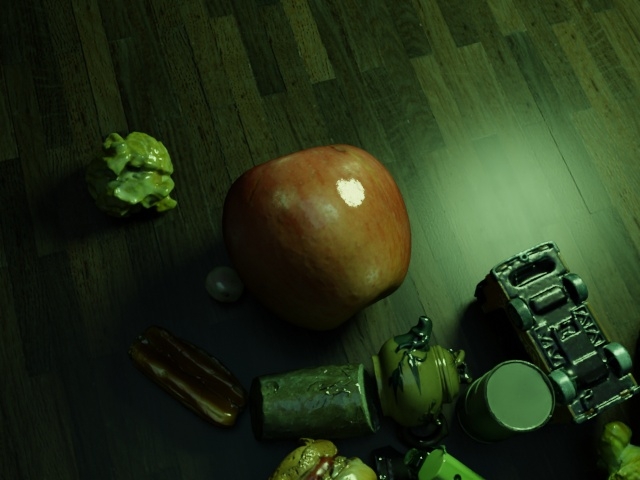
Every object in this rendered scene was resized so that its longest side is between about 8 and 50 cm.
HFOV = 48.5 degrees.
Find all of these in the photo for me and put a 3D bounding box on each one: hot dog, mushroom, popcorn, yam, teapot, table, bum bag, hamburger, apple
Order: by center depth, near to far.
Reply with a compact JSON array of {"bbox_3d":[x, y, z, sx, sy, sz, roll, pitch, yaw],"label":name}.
[{"bbox_3d":[-0.023,0.463,1.250,0.163,0.244,0.244,39,72,8],"label":"hamburger"},{"bbox_3d":[0.597,0.427,1.311,0.198,0.198,0.212,-36,68,-15],"label":"popcorn"},{"bbox_3d":[0.339,0.306,1.325,0.126,0.220,0.126,1,69,-2],"label":"table"},{"bbox_3d":[0.140,0.489,1.341,0.087,0.049,0.197,6,64,-23],"label":"bum bag"},{"bbox_3d":[-0.010,0.308,1.349,0.254,0.154,0.154,-3,69,-4],"label":"yam"},{"bbox_3d":[0.200,0.274,1.359,0.183,0.173,0.269,-12,102,3],"label":"teapot"},{"bbox_3d":[0.000,0.000,1.365,0.364,0.364,0.364,1,69,-2],"label":"apple"},{"bbox_3d":[-0.258,0.263,1.398,0.269,0.072,0.115,36,73,13],"label":"hot dog"},{"bbox_3d":[-0.200,0.092,1.469,0.083,0.067,0.083,28,39,-27],"label":"mushroom"},{"bbox_3d":[-0.398,-0.135,1.505,0.185,0.167,0.187,0,103,-27],"label":"popcorn"}]

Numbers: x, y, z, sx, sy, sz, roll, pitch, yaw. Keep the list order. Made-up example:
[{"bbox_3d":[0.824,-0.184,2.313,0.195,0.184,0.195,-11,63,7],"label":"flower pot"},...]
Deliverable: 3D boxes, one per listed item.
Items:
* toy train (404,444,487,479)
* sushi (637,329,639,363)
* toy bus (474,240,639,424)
[{"bbox_3d":[0.272,0.457,1.281,0.253,0.157,0.105,35,72,-4],"label":"toy train"},{"bbox_3d":[0.714,0.215,1.345,0.211,0.171,0.350,18,42,22],"label":"sushi"},{"bbox_3d":[0.450,0.185,1.392,0.162,0.194,0.323,-24,75,-10],"label":"toy bus"}]
